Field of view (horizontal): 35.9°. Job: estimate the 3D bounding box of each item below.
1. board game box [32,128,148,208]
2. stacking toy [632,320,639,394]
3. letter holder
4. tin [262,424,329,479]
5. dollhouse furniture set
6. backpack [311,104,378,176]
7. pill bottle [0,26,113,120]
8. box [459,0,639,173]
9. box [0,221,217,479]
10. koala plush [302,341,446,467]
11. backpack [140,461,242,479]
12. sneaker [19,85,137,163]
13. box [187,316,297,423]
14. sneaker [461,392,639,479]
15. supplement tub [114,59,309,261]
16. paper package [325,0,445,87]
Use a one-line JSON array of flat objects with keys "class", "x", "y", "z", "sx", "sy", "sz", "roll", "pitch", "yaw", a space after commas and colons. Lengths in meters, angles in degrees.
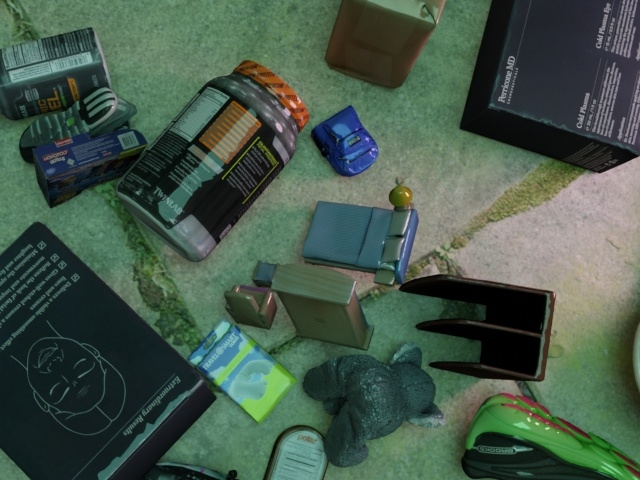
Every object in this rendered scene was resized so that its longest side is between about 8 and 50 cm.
[{"class": "board game box", "x": -0.426, "y": -0.129, "z": 1.752, "sx": 0.194, "sy": 0.194, "sz": 0.060, "roll": -23, "pitch": 84, "yaw": -32}, {"class": "stacking toy", "x": 0.776, "y": 0.190, "z": 1.661, "sx": 0.350, "sy": 0.480, "sz": 0.350, "roll": 2, "pitch": 77, "yaw": -7}, {"class": "letter holder", "x": 0.251, "y": 0.156, "z": 1.753, "sx": 0.214, "sy": 0.302, "sz": 0.152, "roll": 11, "pitch": 81, "yaw": -8}, {"class": "tin", "x": -0.046, "y": 0.432, "z": 1.805, "sx": 0.106, "sy": 0.040, "sz": 0.190, "roll": 19, "pitch": 80, "yaw": -11}, {"class": "dollhouse furniture set", "x": 0.000, "y": 0.000, "z": 1.753, "sx": 0.286, "sy": 0.198, "sz": 0.303, "roll": 10, "pitch": 63, "yaw": 18}, {"class": "backpack", "x": 0.049, "y": -0.181, "z": 1.866, "sx": 0.098, "sy": 0.101, "sz": 0.120, "roll": -32, "pitch": 92, "yaw": -5}, {"class": "pill bottle", "x": -0.507, "y": -0.292, "z": 1.771, "sx": 0.245, "sy": 0.130, "sz": 0.130, "roll": -16, "pitch": 86, "yaw": -11}, {"class": "box", "x": 0.476, "y": -0.347, "z": 1.917, "sx": 0.312, "sy": 0.179, "sz": 0.343, "roll": 17, "pitch": 80, "yaw": -8}, {"class": "box", "x": -0.417, "y": 0.220, "z": 1.639, "sx": 0.395, "sy": 0.212, "sz": 0.293, "roll": 42, "pitch": 78, "yaw": 12}, {"class": "koala plush", "x": 0.121, "y": 0.281, "z": 1.785, "sx": 0.221, "sy": 0.203, "sz": 0.196, "roll": -3, "pitch": 64, "yaw": -33}, {"class": "backpack", "x": -0.237, "y": 0.459, "z": 1.729, "sx": 0.182, "sy": 0.115, "sz": 0.152, "roll": 20, "pitch": 68, "yaw": -5}, {"class": "sneaker", "x": -0.427, "y": -0.193, "z": 1.797, "sx": 0.228, "sy": 0.132, "sz": 0.086, "roll": -24, "pitch": 74, "yaw": 24}, {"class": "box", "x": -0.143, "y": 0.237, "z": 1.810, "sx": 0.178, "sy": 0.042, "sz": 0.109, "roll": 42, "pitch": 78, "yaw": -3}, {"class": "sneaker", "x": 0.471, "y": 0.465, "z": 1.840, "sx": 0.483, "sy": 0.185, "sz": 0.202, "roll": 31, "pitch": 101, "yaw": -4}, {"class": "supplement tub", "x": -0.186, "y": -0.146, "z": 1.767, "sx": 0.207, "sy": 0.207, "sz": 0.338, "roll": 41, "pitch": 78, "yaw": -2}, {"class": "paper package", "x": 0.143, "y": -0.481, "z": 1.801, "sx": 0.168, "sy": 0.325, "sz": 0.309, "roll": 19, "pitch": 79, "yaw": -2}]
